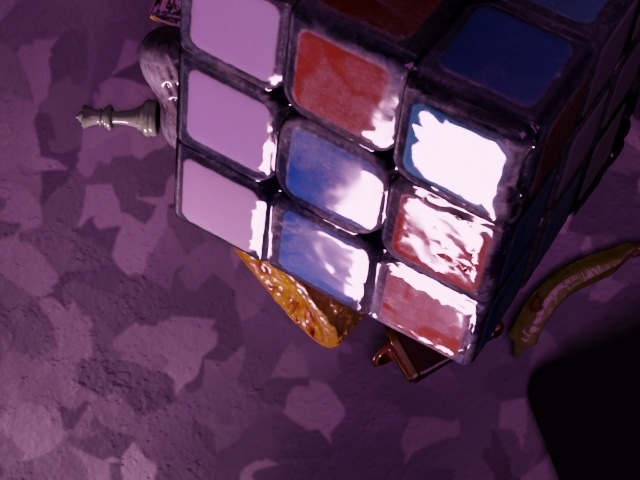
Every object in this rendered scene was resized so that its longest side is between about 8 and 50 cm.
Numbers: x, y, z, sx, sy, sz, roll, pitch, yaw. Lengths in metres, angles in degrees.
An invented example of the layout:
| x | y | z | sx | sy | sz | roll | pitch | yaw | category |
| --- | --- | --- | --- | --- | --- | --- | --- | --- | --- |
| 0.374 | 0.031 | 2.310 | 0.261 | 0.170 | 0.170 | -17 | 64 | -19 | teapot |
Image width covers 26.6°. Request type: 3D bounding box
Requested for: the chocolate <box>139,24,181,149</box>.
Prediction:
| x | y | z | sx | sy | sz | roll | pitch | yaw | category |
| --- | --- | --- | --- | --- | --- | --- | --- | --- | --- |
| -0.150 | -0.157 | 1.486 | 0.072 | 0.072 | 0.167 | -19 | 116 | -1 | chocolate |

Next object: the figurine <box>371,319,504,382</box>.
| x | y | z | sx | sy | sz | roll | pitch | yaw | category |
| --- | --- | --- | --- | --- | --- | --- | --- | --- | --- |
| 0.125 | 0.101 | 1.552 | 0.154 | 0.082 | 0.098 | -27 | 85 | 1 | figurine |

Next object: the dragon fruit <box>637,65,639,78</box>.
| x | y | z | sx | sy | sz | roll | pitch | yaw | category |
| --- | --- | --- | --- | --- | --- | --- | --- | --- | --- |
| 0.434 | -0.222 | 1.390 | 0.244 | 0.299 | 0.244 | -10 | 72 | 32 | dragon fruit |

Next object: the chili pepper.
| x | y | z | sx | sy | sz | roll | pitch | yaw | category |
| --- | --- | --- | --- | --- | --- | --- | --- | --- | --- |
| 0.290 | 0.054 | 1.569 | 0.208 | 0.043 | 0.049 | -41 | 72 | 3 | chili pepper |

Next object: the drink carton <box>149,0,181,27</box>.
| x | y | z | sx | sy | sz | roll | pitch | yaw | category |
| --- | --- | --- | --- | --- | --- | --- | --- | --- | --- |
| -0.100 | -0.243 | 1.500 | 0.165 | 0.056 | 0.071 | 24 | 99 | -6 | drink carton |

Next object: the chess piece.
| x | y | z | sx | sy | sz | roll | pitch | yaw | category |
| --- | --- | --- | --- | --- | --- | --- | --- | --- | --- |
| -0.228 | -0.138 | 1.515 | 0.093 | 0.042 | 0.042 | 1 | 97 | 1 | chess piece |

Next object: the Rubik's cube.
| x | y | z | sx | sy | sz | roll | pitch | yaw | category |
| --- | --- | --- | --- | --- | --- | --- | --- | --- | --- |
| 0.091 | -0.157 | 1.276 | 0.358 | 0.362 | 0.363 | 30 | 56 | 16 | Rubik's cube |

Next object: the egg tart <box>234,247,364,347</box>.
| x | y | z | sx | sy | sz | roll | pitch | yaw | category |
| --- | --- | --- | --- | --- | --- | --- | --- | --- | --- |
| 0.000 | 0.000 | 1.482 | 0.147 | 0.202 | 0.202 | -41 | 98 | -12 | egg tart |

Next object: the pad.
| x | y | z | sx | sy | sz | roll | pitch | yaw | category |
| --- | --- | --- | --- | --- | --- | --- | --- | --- | --- |
| 0.424 | 0.176 | 1.515 | 0.375 | 0.063 | 0.315 | -21 | 88 | 32 | pad |
